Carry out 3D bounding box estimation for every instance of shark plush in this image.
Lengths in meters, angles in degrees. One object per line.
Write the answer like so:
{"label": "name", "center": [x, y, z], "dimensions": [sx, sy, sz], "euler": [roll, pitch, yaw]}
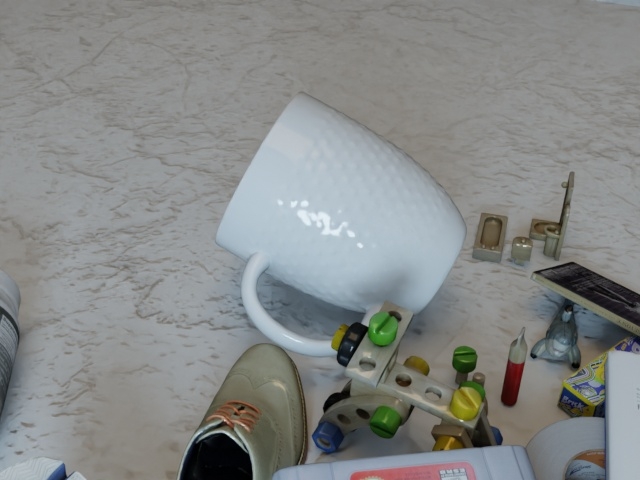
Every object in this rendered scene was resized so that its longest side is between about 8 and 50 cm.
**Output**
{"label": "shark plush", "center": [0.384, 0.131, 1.191], "dimensions": [0.073, 0.067, 0.161], "euler": [20, 39, 28]}

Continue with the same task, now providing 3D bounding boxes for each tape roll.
{"label": "tape roll", "center": [0.347, 0.321, 0.939], "dimensions": [0.219, 0.072, 0.219], "euler": [1, 38, 0]}

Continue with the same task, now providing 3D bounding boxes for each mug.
{"label": "mug", "center": [0.025, 0.004, 1.187], "dimensions": [0.328, 0.276, 0.374], "euler": [30, 61, -1]}

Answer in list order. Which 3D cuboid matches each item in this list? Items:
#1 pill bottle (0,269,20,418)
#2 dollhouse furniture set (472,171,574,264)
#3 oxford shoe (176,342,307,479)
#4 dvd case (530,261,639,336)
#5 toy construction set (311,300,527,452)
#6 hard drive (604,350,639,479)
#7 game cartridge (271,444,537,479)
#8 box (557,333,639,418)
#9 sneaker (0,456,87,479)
{"label": "pill bottle", "center": [-0.511, 0.165, 1.072], "dimensions": [0.161, 0.161, 0.283], "euler": [-5, 38, -7]}
{"label": "dollhouse furniture set", "center": [0.362, -0.045, 1.377], "dimensions": [0.151, 0.123, 0.144], "euler": [10, 38, 13]}
{"label": "oxford shoe", "center": [-0.093, 0.255, 0.964], "dimensions": [0.141, 0.146, 0.397], "euler": [3, 37, 5]}
{"label": "dvd case", "center": [0.464, 0.096, 1.228], "dimensions": [0.221, 0.018, 0.164], "euler": [30, 23, 34]}
{"label": "toy construction set", "center": [0.147, 0.182, 0.986], "dimensions": [0.309, 0.237, 0.257], "euler": [-25, 44, -29]}
{"label": "hard drive", "center": [0.447, 0.270, 0.913], "dimensions": [0.210, 0.040, 0.318], "euler": [10, 38, 13]}
{"label": "game cartridge", "center": [0.106, 0.319, 0.798], "dimensions": [0.294, 0.060, 0.196], "euler": [-2, 54, -12]}
{"label": "box", "center": [0.421, 0.199, 1.114], "dimensions": [0.169, 0.054, 0.059], "euler": [-24, 43, -29]}
{"label": "sneaker", "center": [-0.219, 0.376, 0.810], "dimensions": [0.315, 0.182, 0.127], "euler": [40, 54, 16]}
